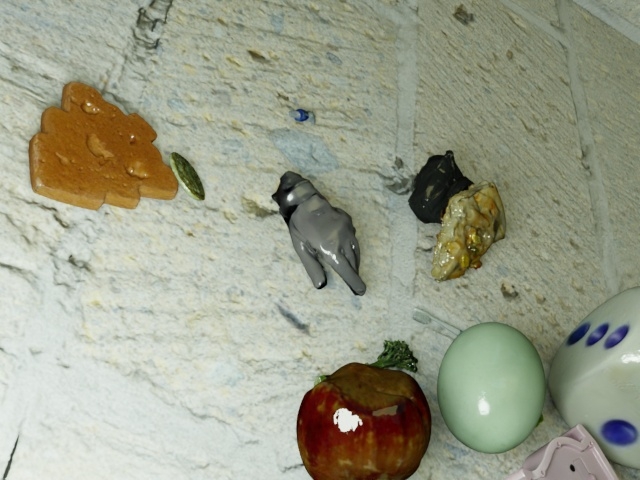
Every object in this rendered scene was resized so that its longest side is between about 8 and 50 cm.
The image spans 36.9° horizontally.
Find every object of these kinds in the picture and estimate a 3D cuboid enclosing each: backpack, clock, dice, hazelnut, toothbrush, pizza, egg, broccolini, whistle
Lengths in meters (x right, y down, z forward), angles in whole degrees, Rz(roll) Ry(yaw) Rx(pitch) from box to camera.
[{"bbox_3d":[0.261,-0.112,2.169,0.165,0.106,0.120,-49,115,-34],"label":"backpack"},{"bbox_3d":[0.490,0.527,1.836,0.275,0.080,0.290,-12,64,-44],"label":"clock"},{"bbox_3d":[0.694,0.291,2.031,0.304,0.304,0.277,40,40,-6],"label":"dice"},{"bbox_3d":[0.068,0.312,1.596,0.234,0.218,0.218,-1,56,-18],"label":"hazelnut"},{"bbox_3d":[0.304,0.201,2.002,0.276,0.019,0.025,26,49,-21],"label":"toothbrush"},{"bbox_3d":[0.327,-0.015,2.120,0.297,0.071,0.189,-33,123,-42],"label":"pizza"},{"bbox_3d":[0.322,0.275,1.813,0.203,0.203,0.282,31,36,-15],"label":"egg"},{"bbox_3d":[0.090,0.230,1.775,0.071,0.057,0.254,18,17,41],"label":"broccolini"},{"bbox_3d":[-0.039,-0.273,2.113,0.083,0.029,0.033,0,72,-48],"label":"whistle"}]

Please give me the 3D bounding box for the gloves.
[{"bbox_3d":[-0.002,-0.007,1.872,0.142,0.119,0.285,-35,84,-18],"label":"gloves"}]

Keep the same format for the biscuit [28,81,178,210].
[{"bbox_3d":[-0.402,-0.147,1.686,0.284,0.043,0.306,48,38,0],"label":"biscuit"}]

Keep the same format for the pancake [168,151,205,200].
[{"bbox_3d":[-0.246,-0.117,1.783,0.108,0.017,0.108,53,17,-24],"label":"pancake"}]

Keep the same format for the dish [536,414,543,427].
[{"bbox_3d":[0.393,0.327,1.956,0.091,0.039,0.137,3,54,-32],"label":"dish"}]
